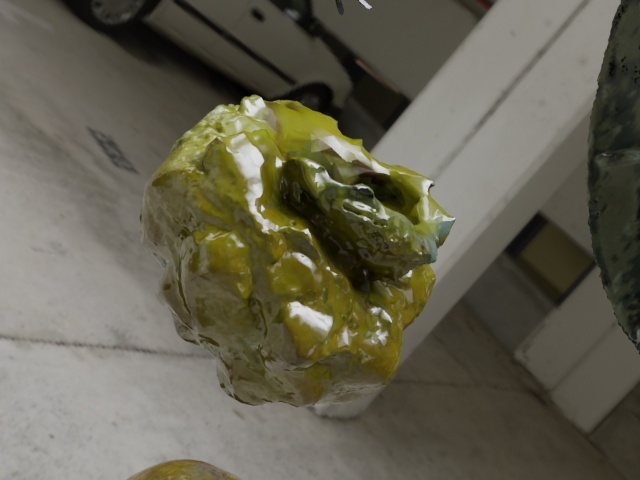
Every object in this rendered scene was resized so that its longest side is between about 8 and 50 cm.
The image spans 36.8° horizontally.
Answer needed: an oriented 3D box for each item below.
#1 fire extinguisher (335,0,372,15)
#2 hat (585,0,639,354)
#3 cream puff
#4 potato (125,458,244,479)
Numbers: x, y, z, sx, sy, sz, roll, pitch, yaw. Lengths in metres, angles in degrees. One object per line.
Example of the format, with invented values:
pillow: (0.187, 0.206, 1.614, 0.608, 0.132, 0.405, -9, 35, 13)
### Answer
fire extinguisher: (0.137, -0.411, 1.319, 0.135, 0.337, 0.114, 60, 41, -25)
hat: (0.232, -0.054, 0.420, 0.128, 0.266, 0.265, 9, 18, -11)
cream puff: (-0.001, -0.001, 0.762, 0.282, 0.185, 0.282, 21, 61, -43)
potato: (-0.202, 0.393, 1.244, 0.290, 0.296, 0.397, 18, 9, -25)
